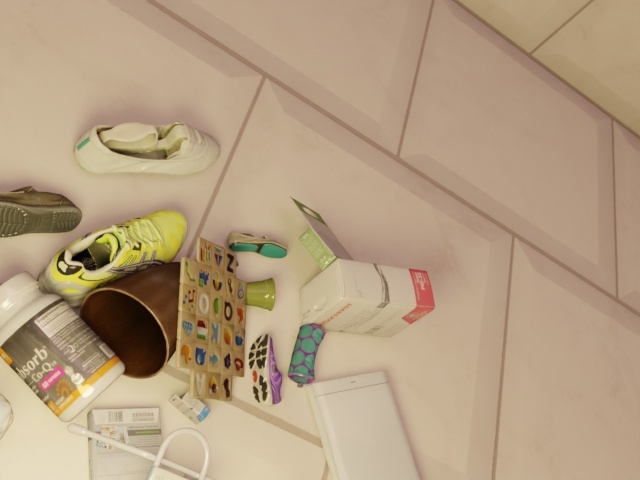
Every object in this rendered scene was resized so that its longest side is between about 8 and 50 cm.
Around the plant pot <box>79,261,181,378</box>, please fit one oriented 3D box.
[{"bbox_3d":[-0.360,0.144,1.615,0.215,0.215,0.230,46,34,-3],"label":"plant pot"}]

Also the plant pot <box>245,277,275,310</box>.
[{"bbox_3d":[-0.159,0.131,1.836,0.079,0.083,0.083,4,61,-20],"label":"plant pot"}]

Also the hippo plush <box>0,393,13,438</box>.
[{"bbox_3d":[-0.589,0.408,1.243,0.234,0.294,0.237,-28,89,-20],"label":"hippo plush"}]

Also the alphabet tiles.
[{"bbox_3d":[-0.234,0.177,1.649,0.285,0.011,0.343,32,56,-65],"label":"alphabet tiles"}]

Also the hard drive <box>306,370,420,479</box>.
[{"bbox_3d":[0.115,0.505,1.819,0.233,0.047,0.353,-2,66,-36],"label":"hard drive"}]

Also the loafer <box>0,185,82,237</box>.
[{"bbox_3d":[-0.647,-0.065,1.609,0.251,0.094,0.087,4,37,-44],"label":"loafer"}]

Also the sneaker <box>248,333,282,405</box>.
[{"bbox_3d":[-0.125,0.308,1.770,0.071,0.068,0.170,15,63,-46],"label":"sneaker"}]

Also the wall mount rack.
[{"bbox_3d":[-0.363,0.502,1.394,0.304,0.130,0.350,33,63,-27],"label":"wall mount rack"}]

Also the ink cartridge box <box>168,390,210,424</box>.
[{"bbox_3d":[-0.285,0.358,1.623,0.083,0.048,0.028,42,48,-7],"label":"ink cartridge box"}]

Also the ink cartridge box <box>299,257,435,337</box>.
[{"bbox_3d":[0.117,0.152,1.922,0.282,0.207,0.117,10,58,-31],"label":"ink cartridge box"}]

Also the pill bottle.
[{"bbox_3d":[-0.532,0.206,1.465,0.278,0.162,0.162,47,47,-2],"label":"pill bottle"}]

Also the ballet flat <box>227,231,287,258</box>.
[{"bbox_3d":[-0.159,0.006,1.921,0.168,0.057,0.052,11,48,-30],"label":"ballet flat"}]

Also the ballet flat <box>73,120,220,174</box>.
[{"bbox_3d":[-0.401,-0.237,1.844,0.400,0.139,0.139,-8,69,-38],"label":"ballet flat"}]

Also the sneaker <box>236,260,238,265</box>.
[{"bbox_3d":[-0.242,0.137,1.756,0.108,0.100,0.272,27,52,-31],"label":"sneaker"}]

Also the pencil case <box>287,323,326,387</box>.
[{"bbox_3d":[-0.034,0.280,1.836,0.070,0.064,0.152,18,53,-6],"label":"pencil case"}]

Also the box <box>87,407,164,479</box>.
[{"bbox_3d":[-0.392,0.435,1.509,0.145,0.038,0.186,6,60,-32],"label":"box"}]

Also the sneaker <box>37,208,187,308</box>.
[{"bbox_3d":[-0.431,0.026,1.654,0.145,0.147,0.384,51,46,4],"label":"sneaker"}]

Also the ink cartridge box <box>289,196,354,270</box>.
[{"bbox_3d":[0.000,0.000,1.990,0.235,0.056,0.171,51,12,31],"label":"ink cartridge box"}]
